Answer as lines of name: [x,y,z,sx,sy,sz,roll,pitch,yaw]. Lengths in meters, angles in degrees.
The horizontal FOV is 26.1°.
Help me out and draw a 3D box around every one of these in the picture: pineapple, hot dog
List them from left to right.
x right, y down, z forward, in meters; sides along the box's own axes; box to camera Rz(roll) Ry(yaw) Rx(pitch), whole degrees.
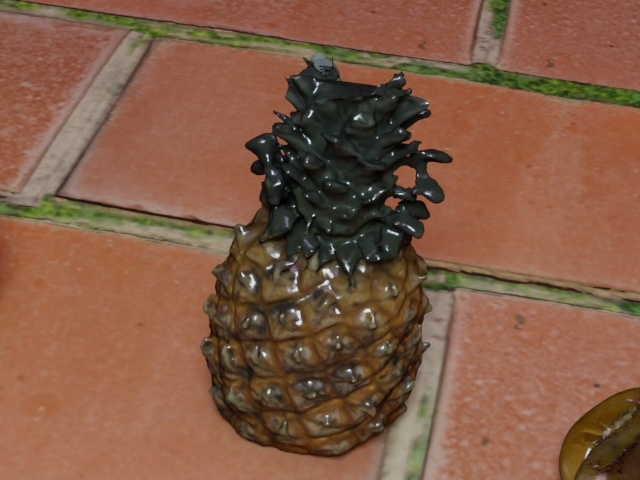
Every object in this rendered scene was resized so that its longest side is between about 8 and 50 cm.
pineapple: [0.000,0.000,0.867,0.158,0.279,0.158,3,39,-2]
hot dog: [0.200,0.135,0.885,0.140,0.060,0.090,-27,41,-31]

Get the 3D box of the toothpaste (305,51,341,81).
toothpaste: [0.008,-0.109,1.229,0.049,0.031,0.204,0,39,-6]
